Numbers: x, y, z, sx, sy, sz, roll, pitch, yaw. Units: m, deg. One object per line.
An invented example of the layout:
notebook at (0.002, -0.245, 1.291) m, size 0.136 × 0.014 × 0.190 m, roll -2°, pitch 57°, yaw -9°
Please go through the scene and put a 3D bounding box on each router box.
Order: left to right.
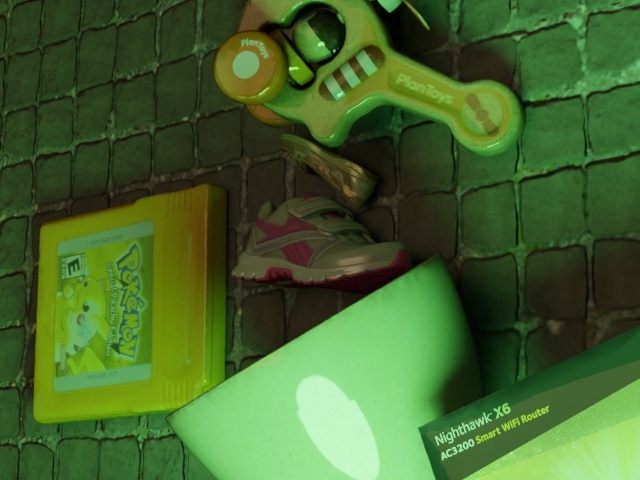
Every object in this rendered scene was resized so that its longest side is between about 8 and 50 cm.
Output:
router box at (0.268, 0.218, 1.307) m, size 0.309 × 0.081 × 0.243 m, roll -28°, pitch 64°, yaw 18°

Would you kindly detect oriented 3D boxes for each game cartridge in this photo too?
game cartridge at (-0.254, 0.088, 1.964) m, size 0.324 × 0.053 × 0.285 m, roll -12°, pitch 72°, yaw 40°

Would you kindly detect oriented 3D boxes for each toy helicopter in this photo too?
toy helicopter at (0.072, -0.204, 1.677) m, size 0.355 × 0.140 × 0.235 m, roll 25°, pitch 88°, yaw 19°

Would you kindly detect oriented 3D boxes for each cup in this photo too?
cup at (0.043, 0.195, 1.539) m, size 0.331 × 0.331 × 0.237 m, roll -34°, pitch 87°, yaw 31°

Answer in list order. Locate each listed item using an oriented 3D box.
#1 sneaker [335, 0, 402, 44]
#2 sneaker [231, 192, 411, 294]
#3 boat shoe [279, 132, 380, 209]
sneaker at (0.057, -0.234, 1.767) m, size 0.089 × 0.051 × 0.170 m, roll -13°, pitch 69°, yaw 42°
sneaker at (0.000, 0.000, 1.728) m, size 0.252 × 0.103 × 0.111 m, roll 3°, pitch 84°, yaw 41°
boat shoe at (0.003, -0.086, 1.779) m, size 0.153 × 0.056 × 0.048 m, roll 28°, pitch 94°, yaw 34°
